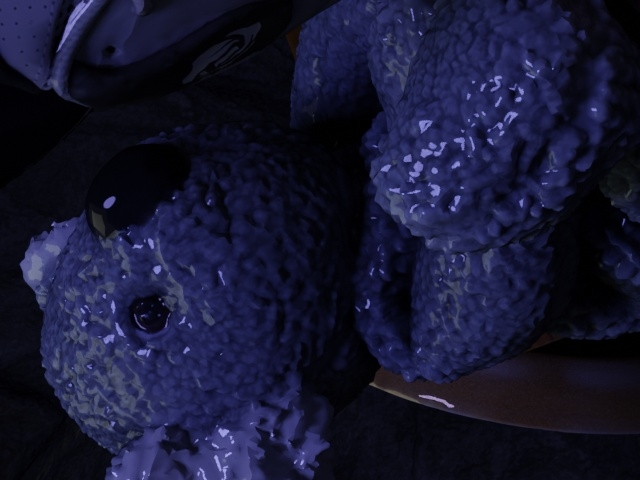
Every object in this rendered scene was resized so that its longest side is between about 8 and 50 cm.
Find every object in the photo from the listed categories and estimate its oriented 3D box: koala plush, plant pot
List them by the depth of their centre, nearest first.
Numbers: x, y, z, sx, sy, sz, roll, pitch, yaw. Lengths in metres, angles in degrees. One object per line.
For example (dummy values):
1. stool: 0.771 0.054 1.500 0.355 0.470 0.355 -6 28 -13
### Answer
1. koala plush: 0.000 0.000 0.506 0.203 0.221 0.196 41 -167 -48
2. plant pot: 0.109 0.045 0.835 0.236 0.236 0.032 -112 28 -74

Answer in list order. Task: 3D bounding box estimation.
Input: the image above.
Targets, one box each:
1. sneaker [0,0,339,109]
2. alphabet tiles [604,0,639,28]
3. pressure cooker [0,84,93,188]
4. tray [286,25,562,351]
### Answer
1. sneaker: -0.034 -0.084 0.290 0.086 0.132 0.229 55 -175 23
2. alphabet tiles: -0.011 -0.177 0.310 0.342 0.011 0.285 53 -175 -12
3. pressure cooker: -0.262 -0.240 0.654 0.375 0.370 0.420 48 -162 -46
4. tray: 0.031 -0.093 0.851 0.411 0.076 0.202 -115 3 -73
